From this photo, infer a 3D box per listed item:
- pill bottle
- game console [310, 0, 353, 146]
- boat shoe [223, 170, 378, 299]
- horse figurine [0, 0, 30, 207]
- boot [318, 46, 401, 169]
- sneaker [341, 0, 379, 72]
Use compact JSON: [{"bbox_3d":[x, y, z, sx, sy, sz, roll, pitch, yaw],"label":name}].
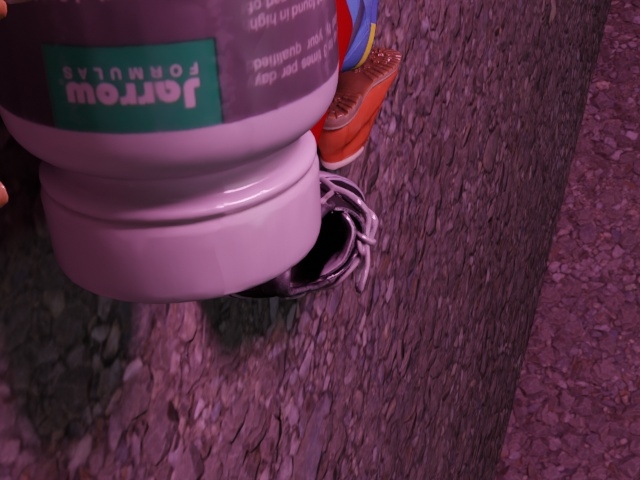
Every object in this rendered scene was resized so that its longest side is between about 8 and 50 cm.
[{"bbox_3d":[-0.093,-0.161,0.605,0.204,0.204,0.361,-50,142,-53],"label":"pill bottle"},{"bbox_3d":[-0.031,-0.169,0.944,0.085,0.124,0.144,142,-33,-67],"label":"game console"},{"bbox_3d":[0.000,-0.004,1.029,0.306,0.105,0.113,-11,109,-67],"label":"boat shoe"},{"bbox_3d":[-0.209,-0.039,0.430,0.174,0.066,0.263,-23,167,-28],"label":"horse figurine"},{"bbox_3d":[0.038,-0.143,1.146,0.158,0.059,0.085,-51,148,-37],"label":"boot"},{"bbox_3d":[0.019,-0.264,1.029,0.082,0.069,0.209,-10,108,-63],"label":"sneaker"}]
